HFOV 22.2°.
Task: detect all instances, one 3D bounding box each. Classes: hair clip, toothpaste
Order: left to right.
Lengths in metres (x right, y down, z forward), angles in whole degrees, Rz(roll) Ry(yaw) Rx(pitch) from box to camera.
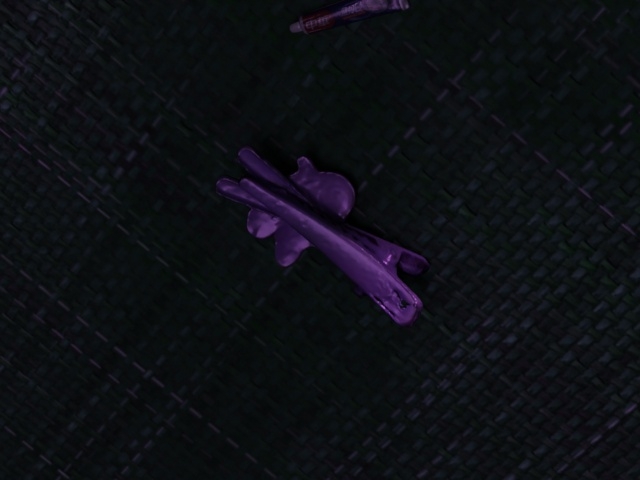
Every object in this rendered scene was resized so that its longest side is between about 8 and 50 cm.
[{"bbox_3d":[0.007,-0.003,1.886,0.278,0.090,0.137,39,119,1],"label":"hair clip"},{"bbox_3d":[0.028,-0.249,1.778,0.140,0.021,0.037,-15,113,24],"label":"toothpaste"}]
